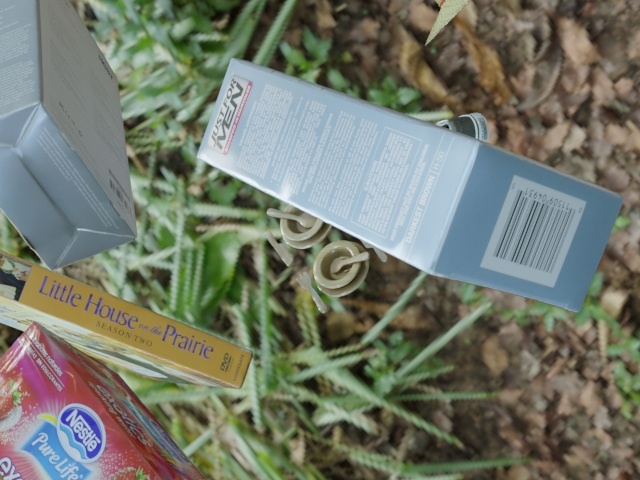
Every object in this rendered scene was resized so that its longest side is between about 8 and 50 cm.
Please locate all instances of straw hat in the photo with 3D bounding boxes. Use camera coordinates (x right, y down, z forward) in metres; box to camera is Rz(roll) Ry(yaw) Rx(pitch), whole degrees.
[{"bbox_3d":[0.126,-0.256,1.118,0.061,0.144,0.144,43,144,-3],"label":"straw hat"}]

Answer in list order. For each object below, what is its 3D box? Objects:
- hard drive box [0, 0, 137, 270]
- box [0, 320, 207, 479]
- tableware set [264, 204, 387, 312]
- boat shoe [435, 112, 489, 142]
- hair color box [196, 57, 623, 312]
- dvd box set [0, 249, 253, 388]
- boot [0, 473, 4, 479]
[{"bbox_3d":[-0.250,-0.121,1.068,0.181,0.089,0.232,63,-171,-46],"label":"hard drive box"},{"bbox_3d":[-0.183,0.200,0.981,0.257,0.123,0.128,41,177,39],"label":"box"},{"bbox_3d":[0.000,0.000,1.719,0.194,0.128,0.039,53,-174,39],"label":"tableware set"},{"bbox_3d":[0.172,-0.139,1.785,0.219,0.070,0.078,141,118,-65],"label":"boat shoe"},{"bbox_3d":[0.065,-0.059,1.086,0.374,0.185,0.114,28,100,51],"label":"hair color box"},{"bbox_3d":[-0.342,0.107,1.644,0.420,0.062,0.307,25,164,-28],"label":"dvd box set"},{"bbox_3d":[-0.286,0.096,0.663,0.211,0.104,0.295,-24,104,42],"label":"boot"}]
